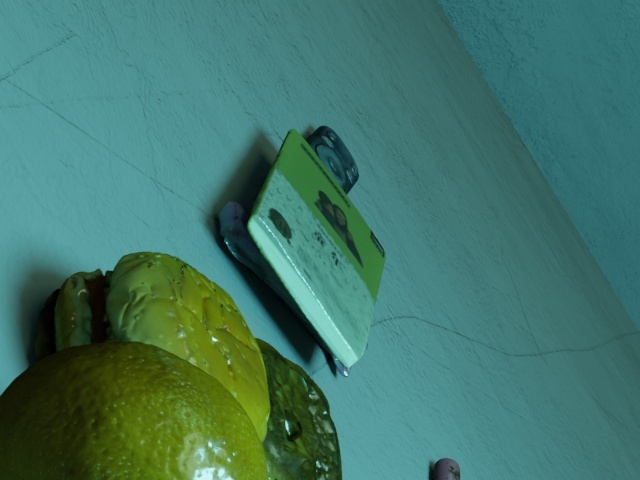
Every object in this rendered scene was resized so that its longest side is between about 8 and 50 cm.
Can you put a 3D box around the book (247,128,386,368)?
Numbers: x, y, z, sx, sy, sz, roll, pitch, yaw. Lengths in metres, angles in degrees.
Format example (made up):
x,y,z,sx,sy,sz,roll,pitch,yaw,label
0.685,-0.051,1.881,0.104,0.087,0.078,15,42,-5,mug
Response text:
x,y,z,sx,sy,sz,roll,pitch,yaw,label
0.000,0.000,2.082,0.239,0.035,0.352,55,20,-15,book

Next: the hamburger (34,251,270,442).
x,y,z,sx,sy,sz,roll,pitch,yaw,label
-0.155,0.121,1.536,0.244,0.163,0.244,46,25,-29,hamburger

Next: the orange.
x,y,z,sx,sy,sz,roll,pitch,yaw,label
-0.161,0.214,1.280,0.264,0.264,0.264,47,25,-30,orange

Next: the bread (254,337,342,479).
x,y,z,sx,sy,sz,roll,pitch,yaw,label
-0.061,0.216,1.700,0.192,0.109,0.210,39,30,-41,bread

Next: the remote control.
x,y,z,sx,sy,sz,roll,pitch,yaw,label
-0.015,-0.076,2.262,0.107,0.044,0.377,61,21,-10,remote control

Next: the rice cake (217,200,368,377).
x,y,z,sx,sy,sz,roll,pitch,yaw,label
-0.034,0.065,2.029,0.290,0.051,0.081,49,24,-26,rice cake

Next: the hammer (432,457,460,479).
x,y,z,sx,sy,sz,roll,pitch,yaw,label
0.177,0.342,2.169,0.043,0.043,0.083,50,23,-25,hammer
